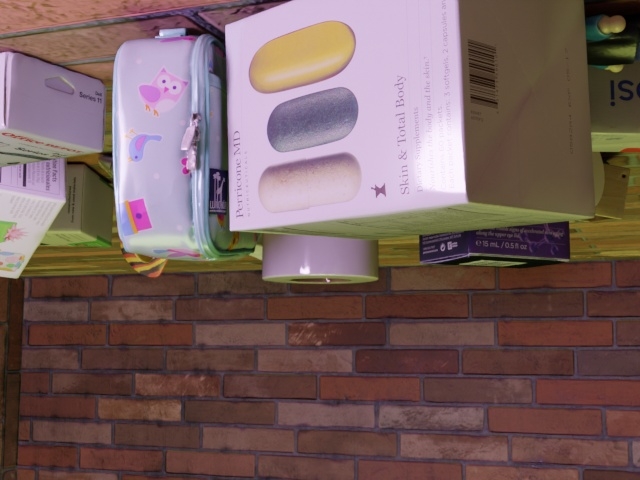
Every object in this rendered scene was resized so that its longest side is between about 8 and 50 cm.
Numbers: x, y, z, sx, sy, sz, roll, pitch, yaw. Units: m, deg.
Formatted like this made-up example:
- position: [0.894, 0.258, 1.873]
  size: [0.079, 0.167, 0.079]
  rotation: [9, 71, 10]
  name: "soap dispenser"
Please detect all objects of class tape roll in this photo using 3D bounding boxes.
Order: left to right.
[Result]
- position: [0.000, 0.000, 1.934]
  size: [0.246, 0.169, 0.246]
  rotation: [-1, 173, 0]
  name: "tape roll"

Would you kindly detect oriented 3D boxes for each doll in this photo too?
- position: [0.281, -0.185, 0.864]
  size: [0.188, 0.046, 0.129]
  rotation: [-2, 172, 12]
  name: "doll"

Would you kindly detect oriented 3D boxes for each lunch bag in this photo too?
- position: [-0.125, -0.092, 0.957]
  size: [0.107, 0.224, 0.279]
  rotation: [3, 179, 6]
  name: "lunch bag"

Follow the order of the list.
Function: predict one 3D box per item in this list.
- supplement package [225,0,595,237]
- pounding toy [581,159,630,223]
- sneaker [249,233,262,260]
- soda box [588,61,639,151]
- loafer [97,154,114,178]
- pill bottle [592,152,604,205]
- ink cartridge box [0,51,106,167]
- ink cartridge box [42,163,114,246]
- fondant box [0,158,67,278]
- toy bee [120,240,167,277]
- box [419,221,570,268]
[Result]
- position: [0.074, -0.109, 0.830]
  size: [0.262, 0.199, 0.198]
  rotation: [-6, 174, 44]
  name: "supplement package"
- position: [0.366, -0.091, 1.517]
  size: [0.206, 0.094, 0.181]
  rotation: [10, 178, -3]
  name: "pounding toy"
- position: [-0.185, -0.008, 2.196]
  size: [0.169, 0.108, 0.292]
  rotation: [-2, 163, 29]
  name: "sneaker"
- position: [0.359, -0.146, 0.982]
  size: [0.286, 0.098, 0.091]
  rotation: [0, 174, -3]
  name: "soda box"
- position: [-0.326, -0.115, 1.532]
  size: [0.039, 0.045, 0.125]
  rotation: [24, 173, 12]
  name: "loafer"
- position: [0.256, -0.079, 1.322]
  size: [0.152, 0.152, 0.272]
  rotation: [5, 171, -37]
  name: "pill bottle"
- position: [-0.372, -0.142, 1.070]
  size: [0.208, 0.087, 0.153]
  rotation: [-5, 172, 31]
  name: "ink cartridge box"
- position: [-0.532, -0.058, 1.645]
  size: [0.289, 0.122, 0.211]
  rotation: [0, 173, 2]
  name: "ink cartridge box"
- position: [-0.549, -0.059, 1.295]
  size: [0.330, 0.096, 0.238]
  rotation: [11, 145, -30]
  name: "fondant box"
- position: [-0.260, -0.071, 1.529]
  size: [0.162, 0.298, 0.195]
  rotation: [31, -161, -20]
  name: "toy bee"
- position: [0.208, -0.073, 1.132]
  size: [0.153, 0.207, 0.108]
  rotation: [2, 173, -26]
  name: "box"
